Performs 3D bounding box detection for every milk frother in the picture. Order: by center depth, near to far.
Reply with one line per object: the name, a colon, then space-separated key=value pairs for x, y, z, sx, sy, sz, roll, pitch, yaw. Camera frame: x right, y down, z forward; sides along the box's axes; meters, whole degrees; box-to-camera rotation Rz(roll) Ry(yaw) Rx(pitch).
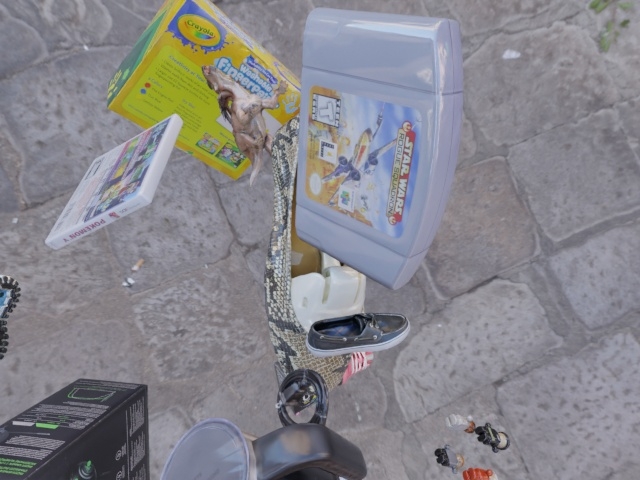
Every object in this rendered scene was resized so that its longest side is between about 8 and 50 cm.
milk frother: x=-0.048 y=0.171 z=0.369 sx=0.129 sy=0.135 sz=0.143 roll=-45 pitch=43 yaw=-2

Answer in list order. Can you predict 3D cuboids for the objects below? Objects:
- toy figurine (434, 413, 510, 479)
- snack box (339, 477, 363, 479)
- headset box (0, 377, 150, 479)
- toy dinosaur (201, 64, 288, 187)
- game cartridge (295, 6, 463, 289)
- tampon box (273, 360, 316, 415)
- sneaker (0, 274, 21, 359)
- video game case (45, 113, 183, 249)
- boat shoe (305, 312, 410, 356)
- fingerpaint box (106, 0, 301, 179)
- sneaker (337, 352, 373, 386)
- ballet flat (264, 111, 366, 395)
toy figurine: x=0.530 y=0.731 z=1.535 sx=0.148 sy=0.210 sz=0.213 roll=27 pitch=76 yaw=-29
snack box: x=0.063 y=0.577 z=0.933 sx=0.070 sy=0.174 sz=0.207 roll=-12 pitch=75 yaw=6
headset box: x=-0.368 y=0.367 z=0.606 sx=0.131 sy=0.283 sz=0.246 roll=2 pitch=97 yaw=9
toy dinosaur: x=-0.183 y=-0.284 z=1.082 sx=0.127 sy=0.200 sz=0.295 roll=-18 pitch=108 yaw=-43
game cartridge: x=0.056 y=-0.097 z=0.506 sx=0.062 sy=0.198 sz=0.297 roll=-20 pitch=126 yaw=-37
tampon box: x=-0.061 y=0.431 z=1.353 sx=0.120 sy=0.161 sz=0.101 roll=-26 pitch=43 yaw=-25
sneaker: x=-0.508 y=0.129 z=0.651 sx=0.073 sy=0.063 sz=0.162 roll=6 pitch=72 yaw=20
video game case: x=-0.299 y=-0.092 z=0.651 sx=0.183 sy=0.023 sz=0.201 roll=-21 pitch=41 yaw=20
boat shoe: x=0.052 y=0.114 z=0.557 sx=0.142 sy=0.040 sz=0.049 roll=-9 pitch=41 yaw=-17
fingerpaint box: x=-0.318 y=-0.441 z=1.291 sx=0.371 sy=0.445 sz=0.163 roll=-42 pitch=47 yaw=21
sneaker: x=0.084 y=0.328 z=1.247 sx=0.136 sy=0.314 sz=0.115 roll=-3 pitch=87 yaw=3
ballet flat: x=0.000 y=0.000 z=0.698 sx=0.164 sy=0.182 sz=0.482 roll=4 pitch=75 yaw=-26
